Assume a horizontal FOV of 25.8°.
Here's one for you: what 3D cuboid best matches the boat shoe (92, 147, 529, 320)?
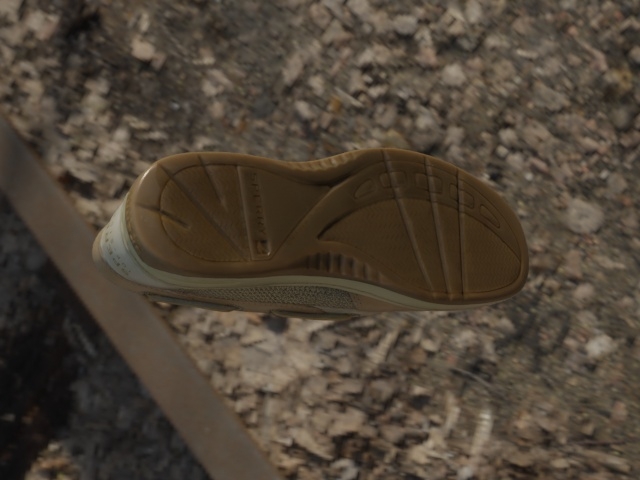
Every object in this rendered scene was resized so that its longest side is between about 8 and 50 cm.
[{"bbox_3d":[0.000,0.000,1.050,0.110,0.341,0.121,-34,55,54],"label":"boat shoe"}]
